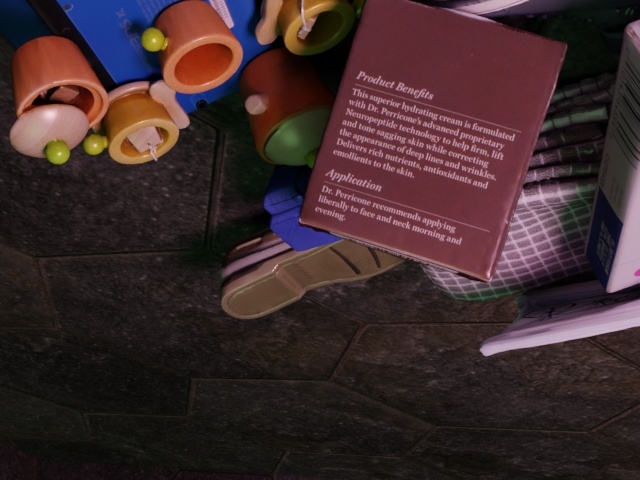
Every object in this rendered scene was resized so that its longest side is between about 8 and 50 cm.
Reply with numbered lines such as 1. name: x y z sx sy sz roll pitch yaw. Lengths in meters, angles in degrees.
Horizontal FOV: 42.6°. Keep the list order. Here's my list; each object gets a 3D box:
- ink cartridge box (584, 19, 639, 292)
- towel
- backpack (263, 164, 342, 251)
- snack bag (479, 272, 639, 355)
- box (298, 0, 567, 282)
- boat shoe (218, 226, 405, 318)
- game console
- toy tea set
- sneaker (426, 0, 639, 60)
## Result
1. ink cartridge box: 0.398 -0.100 0.685 0.330 0.071 0.324 -19 147 1
2. towel: 0.227 -0.036 0.908 0.284 0.121 0.235 -13 146 23
3. backpack: -0.005 -0.065 0.958 0.098 0.120 0.101 -11 136 37
4. snack bag: 0.363 0.045 0.911 0.323 0.037 0.342 -18 180 36
5. box: 0.095 -0.082 0.730 0.168 0.203 0.167 18 180 6
6. boat shoe: 0.000 0.000 1.091 0.302 0.103 0.113 -20 140 9
7. game console: -0.207 -0.241 0.756 0.250 0.173 0.293 -25 158 -1
8. toy tea set: -0.104 -0.118 0.743 0.336 0.124 0.200 -19 157 -17
9. sneaker: 0.217 -0.191 0.693 0.226 0.086 0.163 -9 144 28
